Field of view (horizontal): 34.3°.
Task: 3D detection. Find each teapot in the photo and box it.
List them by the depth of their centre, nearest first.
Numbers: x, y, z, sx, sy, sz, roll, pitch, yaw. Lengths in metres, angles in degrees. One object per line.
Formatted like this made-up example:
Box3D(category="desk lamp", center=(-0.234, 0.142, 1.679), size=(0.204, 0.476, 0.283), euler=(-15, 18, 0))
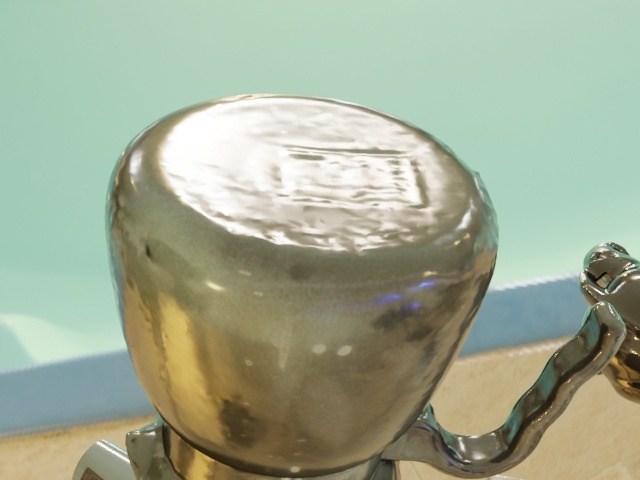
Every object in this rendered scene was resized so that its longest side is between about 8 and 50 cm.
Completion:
Box3D(category="teapot", center=(0.008, 0.068, 0.673), size=(0.305, 0.285, 0.223), euler=(-13, 39, -32))

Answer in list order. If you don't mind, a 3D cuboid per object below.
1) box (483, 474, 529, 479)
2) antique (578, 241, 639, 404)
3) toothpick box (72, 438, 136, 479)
Box3D(category="box", center=(0.272, 0.374, 1.163), size=(0.251, 0.203, 0.106), euler=(13, 40, -8))
Box3D(category="antique", center=(0.459, 0.148, 1.332), size=(0.322, 0.255, 0.185), euler=(36, 96, 3))
Box3D(category="toothpick box", center=(-0.157, 0.205, 0.856), size=(0.083, 0.052, 0.052), euler=(25, 66, 21))
